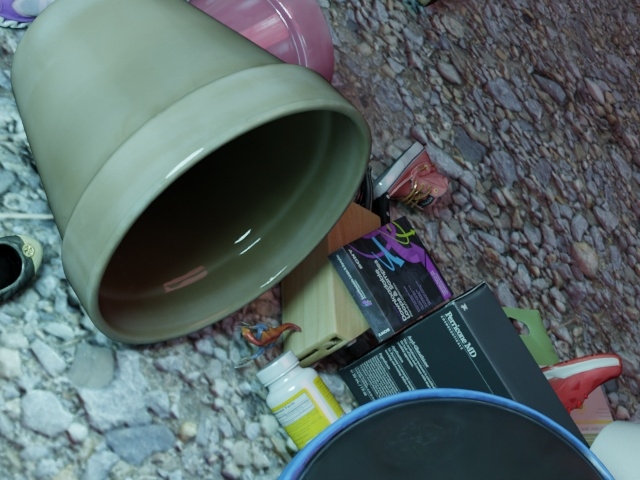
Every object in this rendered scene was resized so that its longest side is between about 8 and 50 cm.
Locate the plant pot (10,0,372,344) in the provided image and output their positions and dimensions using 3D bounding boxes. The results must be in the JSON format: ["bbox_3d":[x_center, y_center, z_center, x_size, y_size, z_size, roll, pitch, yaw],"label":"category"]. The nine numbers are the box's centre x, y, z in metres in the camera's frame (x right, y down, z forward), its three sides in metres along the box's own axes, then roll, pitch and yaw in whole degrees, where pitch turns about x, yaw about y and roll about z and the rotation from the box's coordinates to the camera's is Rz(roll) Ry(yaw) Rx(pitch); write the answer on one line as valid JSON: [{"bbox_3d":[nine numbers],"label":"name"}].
[{"bbox_3d":[-0.159,-0.103,1.264,0.323,0.323,0.280,-5,48,-52],"label":"plant pot"}]

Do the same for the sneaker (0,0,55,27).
[{"bbox_3d":[-0.288,-0.283,1.396,0.236,0.104,0.095,12,54,-44],"label":"sneaker"}]

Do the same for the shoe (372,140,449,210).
[{"bbox_3d":[0.126,-0.076,1.762,0.081,0.063,0.178,48,30,-2],"label":"shoe"}]

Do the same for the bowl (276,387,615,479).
[{"bbox_3d":[0.127,0.319,1.203,0.391,0.077,0.391,2,60,-3],"label":"bowl"}]

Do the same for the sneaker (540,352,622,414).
[{"bbox_3d":[0.303,0.228,1.653,0.221,0.087,0.128,-14,81,-9],"label":"sneaker"}]

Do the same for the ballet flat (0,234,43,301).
[{"bbox_3d":[-0.308,0.031,1.149,0.057,0.049,0.173,57,34,2],"label":"ballet flat"}]

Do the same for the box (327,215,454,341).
[{"bbox_3d":[0.084,0.042,1.483,0.116,0.029,0.162,58,35,4],"label":"box"}]

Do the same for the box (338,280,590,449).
[{"bbox_3d":[0.174,0.208,1.470,0.261,0.184,0.103,58,34,4],"label":"box"}]

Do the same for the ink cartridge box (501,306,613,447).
[{"bbox_3d":[0.320,0.189,1.785,0.171,0.056,0.235,9,57,-47],"label":"ink cartridge box"}]

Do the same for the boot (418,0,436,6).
[{"bbox_3d":[0.172,-0.523,2.188,0.220,0.109,0.283,52,41,2],"label":"boot"}]

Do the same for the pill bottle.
[{"bbox_3d":[-0.017,0.178,1.367,0.116,0.065,0.065,56,34,0],"label":"pill bottle"}]

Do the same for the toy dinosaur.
[{"bbox_3d":[-0.062,0.099,1.375,0.047,0.090,0.082,65,-11,-3],"label":"toy dinosaur"}]

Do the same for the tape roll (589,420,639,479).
[{"bbox_3d":[0.344,0.399,1.435,0.392,0.072,0.391,-17,110,-59],"label":"tape roll"}]

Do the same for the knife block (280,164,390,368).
[{"bbox_3d":[0.000,0.000,1.522,0.242,0.088,0.276,56,34,3],"label":"knife block"}]

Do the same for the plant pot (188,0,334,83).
[{"bbox_3d":[-0.115,-0.205,1.482,0.180,0.201,0.201,-34,89,-40],"label":"plant pot"}]
